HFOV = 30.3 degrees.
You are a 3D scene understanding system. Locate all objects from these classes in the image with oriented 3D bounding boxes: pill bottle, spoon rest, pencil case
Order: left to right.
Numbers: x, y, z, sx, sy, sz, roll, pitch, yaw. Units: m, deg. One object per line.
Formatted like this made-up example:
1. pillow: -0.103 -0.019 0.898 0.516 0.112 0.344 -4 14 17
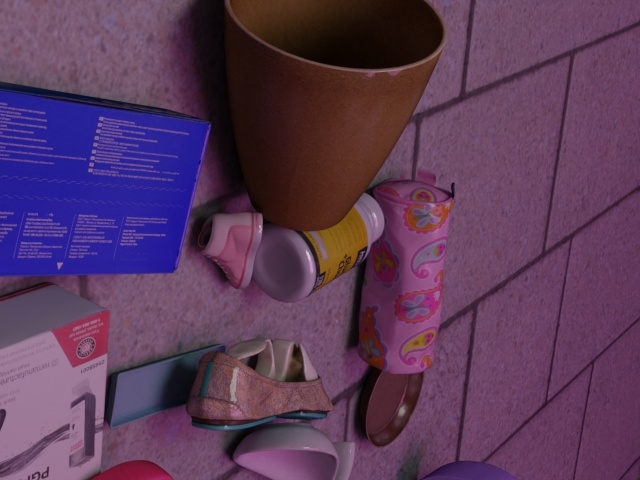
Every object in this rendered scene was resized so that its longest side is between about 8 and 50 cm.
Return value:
1. spoon rest: -0.020 0.300 1.601 0.276 0.137 0.084 33 50 -64
2. pill bottle: 0.000 0.000 1.480 0.184 0.103 0.103 -30 130 -47
3. pencil case: 0.121 0.047 1.684 0.124 0.124 0.284 -23 123 -51

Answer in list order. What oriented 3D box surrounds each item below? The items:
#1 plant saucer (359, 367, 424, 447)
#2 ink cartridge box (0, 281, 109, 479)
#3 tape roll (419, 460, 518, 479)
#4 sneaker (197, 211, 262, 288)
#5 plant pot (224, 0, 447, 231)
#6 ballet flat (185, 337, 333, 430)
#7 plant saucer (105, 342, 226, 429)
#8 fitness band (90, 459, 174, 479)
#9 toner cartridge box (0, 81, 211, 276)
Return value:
1. plant saucer: 0.108 0.241 1.854 0.168 0.029 0.168 -35 134 -45
2. ink cartridge box: -0.290 0.169 1.127 0.158 0.092 0.218 -21 125 -52
3. tape roll: 0.251 0.514 1.986 0.090 0.275 0.274 -17 120 -54
4. sneaker: -0.110 0.010 1.373 0.134 0.070 0.051 109 -22 -55
5. plant pot: -0.003 -0.142 1.310 0.237 0.237 0.254 -36 147 -44
6. ballet flat: -0.061 0.175 1.469 0.316 0.107 0.106 15 78 -69
7. plant saucer: -0.178 0.164 1.372 0.192 0.018 0.067 -10 115 -55
8. fitness band: -0.237 0.362 1.222 0.209 0.054 0.291 3 115 -61
9. toner cartridge box: -0.249 -0.055 1.085 0.348 0.075 0.165 2 103 -58
